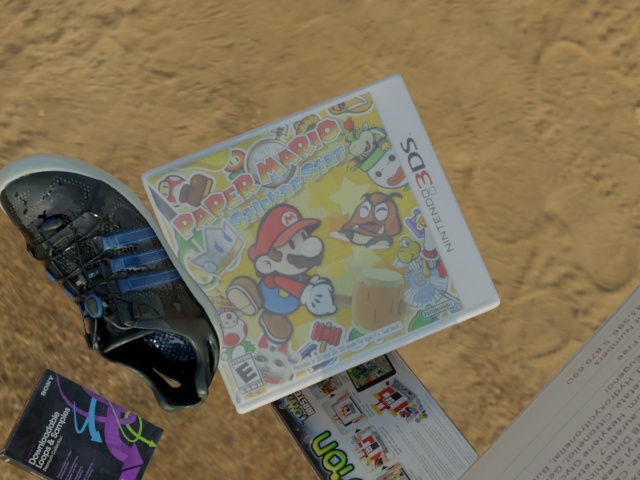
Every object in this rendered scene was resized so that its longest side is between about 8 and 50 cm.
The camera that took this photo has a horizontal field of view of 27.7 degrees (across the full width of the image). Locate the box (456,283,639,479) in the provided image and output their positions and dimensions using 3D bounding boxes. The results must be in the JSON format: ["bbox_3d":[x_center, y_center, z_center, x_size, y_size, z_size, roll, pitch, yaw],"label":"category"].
[{"bbox_3d":[0.139,0.141,0.449,0.181,0.119,0.182,42,91,-21],"label":"box"}]

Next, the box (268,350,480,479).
[{"bbox_3d":[0.048,0.164,1.041,0.114,0.207,0.036,-30,137,-8],"label":"box"}]

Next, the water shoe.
[{"bbox_3d":[-0.128,0.028,0.825,0.073,0.080,0.203,-30,124,20],"label":"water shoe"}]

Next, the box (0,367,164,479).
[{"bbox_3d":[-0.276,0.236,1.509,0.162,0.029,0.116,30,62,-16],"label":"box"}]

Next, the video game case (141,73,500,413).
[{"bbox_3d":[0.000,0.000,1.033,0.227,0.026,0.206,-22,83,-6],"label":"video game case"}]
